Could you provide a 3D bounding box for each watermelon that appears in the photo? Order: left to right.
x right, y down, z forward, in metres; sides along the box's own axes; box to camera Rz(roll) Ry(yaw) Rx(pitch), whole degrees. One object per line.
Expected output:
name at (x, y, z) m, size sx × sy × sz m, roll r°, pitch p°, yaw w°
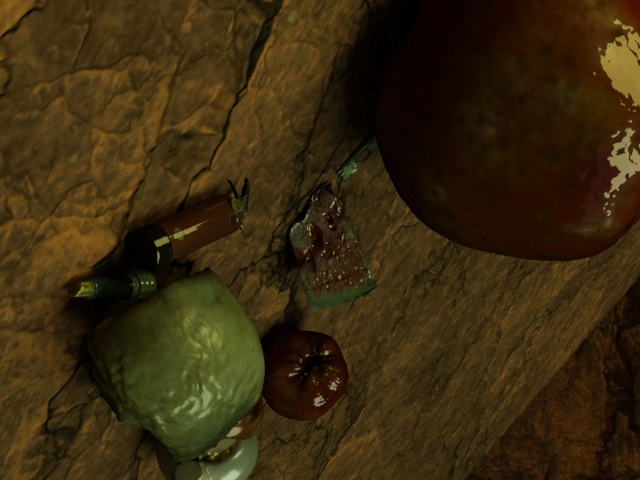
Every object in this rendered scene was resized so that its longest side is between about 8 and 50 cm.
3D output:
watermelon at (0.010, 0.022, 1.691) m, size 0.097 × 0.121 × 0.158 m, roll -24°, pitch 147°, yaw -9°

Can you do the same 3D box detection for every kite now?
kite at (0.147, -0.216, 1.708) m, size 0.368 × 0.014 × 0.406 m, roll -50°, pitch 157°, yaw -6°

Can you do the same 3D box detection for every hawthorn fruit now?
hawthorn fruit at (-0.028, 0.192, 1.851) m, size 0.133 × 0.133 × 0.138 m, roll -39°, pitch 170°, yaw -29°
hawthorn fruit at (0.276, -0.145, 1.553) m, size 0.403 × 0.403 × 0.403 m, roll -41°, pitch 155°, yaw -24°

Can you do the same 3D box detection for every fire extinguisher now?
fire extinguisher at (-0.135, -0.020, 1.427) m, size 0.177 × 0.050 × 0.062 m, roll -28°, pitch 110°, yaw -46°

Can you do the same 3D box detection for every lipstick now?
lipstick at (-0.225, 0.049, 1.378) m, size 0.116 × 0.037 × 0.037 m, roll 3°, pitch 123°, yaw -57°

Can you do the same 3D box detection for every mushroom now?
mushroom at (-0.144, 0.145, 1.445) m, size 0.189 × 0.164 × 0.267 m, roll -37°, pitch 168°, yaw -17°

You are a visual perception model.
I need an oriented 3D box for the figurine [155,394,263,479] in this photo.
figurine at (-0.144, 0.230, 1.670) m, size 0.263 × 0.142 × 0.190 m, roll 98°, pitch 5°, yaw -48°
